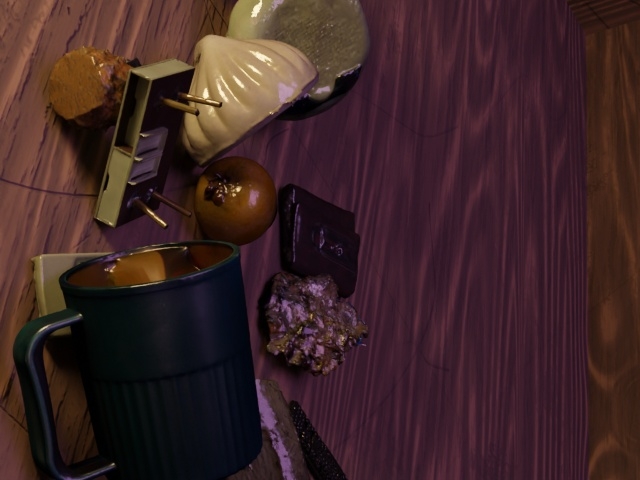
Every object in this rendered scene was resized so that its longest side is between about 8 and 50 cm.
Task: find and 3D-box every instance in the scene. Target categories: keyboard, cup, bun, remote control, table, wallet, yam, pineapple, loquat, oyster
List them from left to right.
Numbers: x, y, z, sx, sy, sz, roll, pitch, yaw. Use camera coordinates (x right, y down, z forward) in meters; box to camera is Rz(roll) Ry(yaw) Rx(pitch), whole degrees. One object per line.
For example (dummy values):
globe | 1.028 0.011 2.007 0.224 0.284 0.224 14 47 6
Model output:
remote control | -0.308 0.076 1.725 0.285 0.038 0.123 3 76 -60
pineapple | -0.296 -0.227 1.800 0.248 0.128 0.128 -11 88 -64
cup | -0.222 0.177 1.594 0.308 0.242 0.292 -32 117 -59
table | -0.231 -0.130 1.748 0.121 0.111 0.240 -33 146 -59
bun | -0.146 -0.257 1.956 0.175 0.263 0.263 53 33 -7
loquat | -0.142 -0.065 1.976 0.163 0.137 0.163 -49 149 -45
yam | -0.100 0.337 1.873 0.154 0.154 0.254 -8 81 -61
bun | -0.064 -0.369 2.182 0.293 0.187 0.293 -14 115 -32
oyster | -0.010 0.155 2.166 0.259 0.092 0.198 28 50 -50
keyboard | -0.002 0.389 2.141 0.231 0.023 0.072 60 30 -26
wallet | 0.000 0.000 2.290 0.229 0.049 0.182 26 59 -52
